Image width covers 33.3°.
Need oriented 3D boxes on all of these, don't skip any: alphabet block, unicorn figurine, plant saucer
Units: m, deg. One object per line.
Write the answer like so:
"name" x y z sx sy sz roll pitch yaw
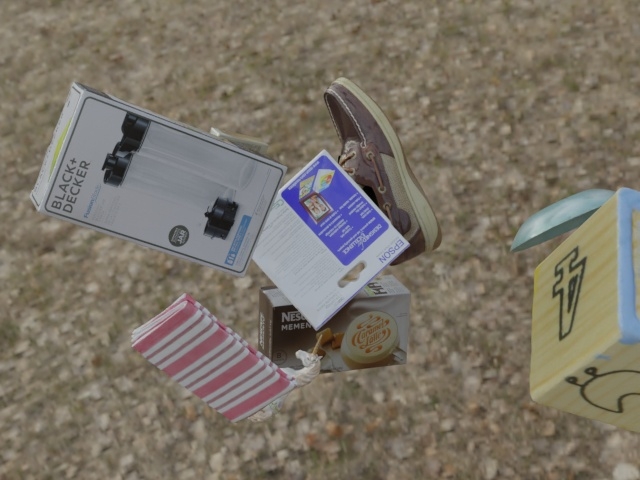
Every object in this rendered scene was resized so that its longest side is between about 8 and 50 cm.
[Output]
"alphabet block" 0.368 0.087 1.216 0.192 0.197 0.193 18 56 -10
"unicorn figurine" -0.066 0.216 1.626 0.111 0.060 0.162 8 57 31
"plant saucer" 0.367 -0.037 1.609 0.195 0.037 0.195 -23 -10 -4

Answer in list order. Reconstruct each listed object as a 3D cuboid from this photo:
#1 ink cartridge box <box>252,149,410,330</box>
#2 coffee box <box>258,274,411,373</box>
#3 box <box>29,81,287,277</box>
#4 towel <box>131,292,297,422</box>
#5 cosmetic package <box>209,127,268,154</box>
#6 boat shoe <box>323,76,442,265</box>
"ink cartridge box" 0.000 0.000 1.706 0.206 0.208 0.045 -42 -5 2
"coffee box" 0.022 0.147 1.849 0.246 0.141 0.098 -4 20 -17
"box" -0.210 -0.075 1.398 0.290 0.169 0.087 21 7 -25
"towel" -0.140 0.157 1.406 0.144 0.197 0.029 -34 23 42
"cosmetic package" -0.166 -0.177 2.091 0.115 0.060 0.041 11 19 -35
"boat shoe" 0.078 -0.116 1.842 0.123 0.342 0.123 -26 -3 -16
